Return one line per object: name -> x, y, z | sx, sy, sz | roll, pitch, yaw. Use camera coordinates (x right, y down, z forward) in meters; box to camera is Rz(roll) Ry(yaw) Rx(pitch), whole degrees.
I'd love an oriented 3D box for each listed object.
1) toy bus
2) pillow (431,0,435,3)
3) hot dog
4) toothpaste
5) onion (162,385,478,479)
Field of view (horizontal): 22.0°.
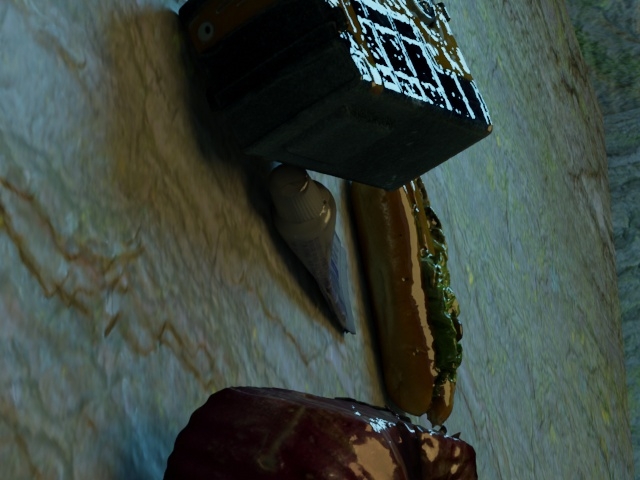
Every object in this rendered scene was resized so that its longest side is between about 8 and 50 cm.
toy bus -> 0.024, -0.169, 1.643 | 0.323, 0.162, 0.194 | 10, 54, -59
pillow -> 0.173, -0.266, 2.498 | 0.135, 0.049, 0.248 | 52, 33, -63
hot dog -> 0.115, 0.060, 1.994 | 0.135, 0.100, 0.337 | 20, 59, -71
toothpaste -> -0.001, 0.002, 1.752 | 0.099, 0.068, 0.282 | -65, 156, -19
onion -> -0.017, 0.234, 1.280 | 0.230, 0.272, 0.256 | -7, 78, -47
